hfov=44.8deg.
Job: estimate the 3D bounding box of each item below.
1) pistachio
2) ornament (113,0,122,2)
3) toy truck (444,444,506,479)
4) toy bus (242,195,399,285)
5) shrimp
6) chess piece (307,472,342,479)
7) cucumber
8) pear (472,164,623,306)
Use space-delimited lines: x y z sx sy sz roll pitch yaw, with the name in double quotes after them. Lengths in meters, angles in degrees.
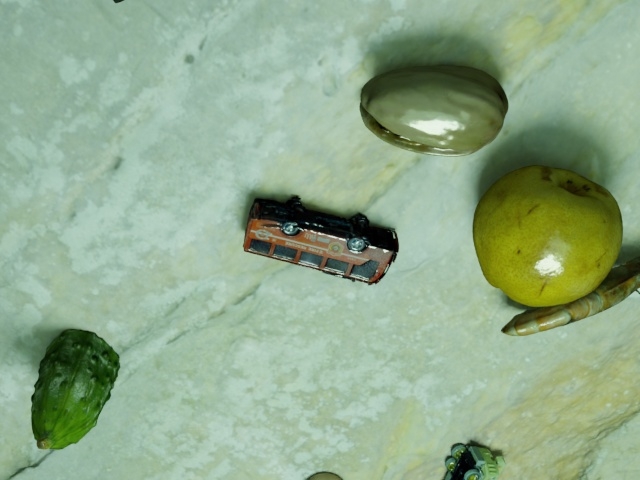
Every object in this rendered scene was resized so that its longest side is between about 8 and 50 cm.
0.155 -0.182 1.064 0.206 0.132 0.129 8 161 0 "pistachio"
-0.162 -0.429 0.942 0.260 0.106 0.251 -11 127 -4 "ornament"
0.283 0.462 1.457 0.100 0.077 0.169 8 117 -20 "toy truck"
0.000 0.000 1.199 0.234 0.074 0.096 16 128 -8 "toy bus"
0.414 0.090 1.231 0.295 0.169 0.058 -21 88 -18 "shrimp"
0.009 0.485 1.490 0.083 0.038 0.084 0 122 -1 "chess piece"
-0.408 0.255 1.246 0.134 0.244 0.134 -1 114 -1 "cucumber"
0.320 -0.002 1.122 0.208 0.209 0.209 0 120 0 "pear"
